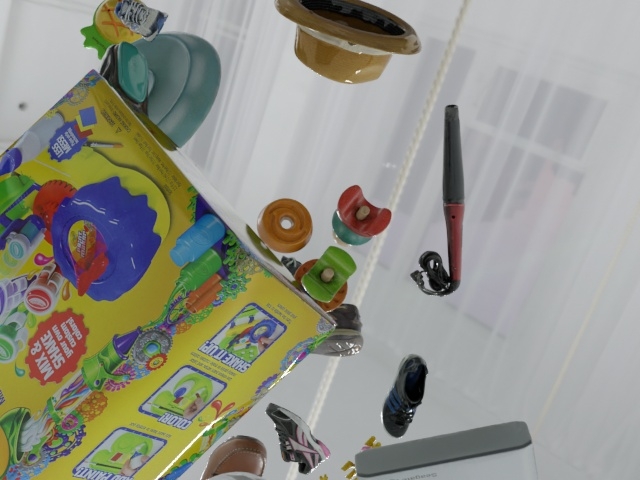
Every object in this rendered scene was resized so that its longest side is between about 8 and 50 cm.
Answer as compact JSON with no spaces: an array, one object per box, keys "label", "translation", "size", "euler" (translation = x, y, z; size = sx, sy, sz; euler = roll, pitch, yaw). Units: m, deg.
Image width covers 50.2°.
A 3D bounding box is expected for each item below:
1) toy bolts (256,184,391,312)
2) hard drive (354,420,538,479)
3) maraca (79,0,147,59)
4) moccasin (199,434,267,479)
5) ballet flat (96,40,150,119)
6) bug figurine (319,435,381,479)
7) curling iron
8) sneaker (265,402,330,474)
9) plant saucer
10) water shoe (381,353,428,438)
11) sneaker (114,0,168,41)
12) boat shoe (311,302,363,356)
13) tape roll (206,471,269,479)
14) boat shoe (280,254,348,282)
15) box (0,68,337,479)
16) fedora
[{"label":"toy bolts","translation":[0.000,0.000,1.274],"size":[0.218,0.228,0.158],"euler":[44,159,4]},{"label":"hard drive","translation":[0.206,0.404,0.999],"size":[0.233,0.353,0.047],"euler":[-14,-143,9]},{"label":"maraca","translation":[-0.474,-0.498,1.595],"size":[0.127,0.185,0.099],"euler":[38,157,-7]},{"label":"moccasin","translation":[-0.227,0.589,1.530],"size":[0.139,0.380,0.147],"euler":[26,-157,-20]},{"label":"ballet flat","translation":[-0.295,-0.184,0.993],"size":[0.095,0.096,0.280],"euler":[38,-155,-35]},{"label":"bug figurine","translation":[0.083,0.478,1.188],"size":[0.072,0.279,0.216],"euler":[33,-163,-49]},{"label":"curling iron","translation":[0.163,-0.041,0.891],"size":[0.068,0.274,0.035],"euler":[-7,-151,-15]},{"label":"sneaker","translation":[-0.054,0.404,1.370],"size":[0.178,0.077,0.072],"euler":[50,156,-17]},{"label":"plant saucer","translation":[-0.317,-0.247,1.184],"size":[0.318,0.317,0.044],"euler":[34,172,38]},{"label":"water shoe","translation":[0.184,0.350,1.501],"size":[0.073,0.203,0.080],"euler":[11,-170,-8]},{"label":"sneaker","translation":[-0.292,-0.355,1.090],"size":[0.058,0.052,0.135],"euler":[28,178,-41]},{"label":"boat shoe","translation":[-0.068,0.207,1.678],"size":[0.356,0.132,0.130],"euler":[3,-121,8]},{"label":"tape roll","translation":[-0.092,0.462,0.941],"size":[0.246,0.246,0.169],"euler":[6,173,-35]},{"label":"boat shoe","translation":[-0.095,0.101,1.885],"size":[0.335,0.119,0.121],"euler":[-8,-171,0]},{"label":"box","translation":[-0.197,0.053,0.627],"size":[0.290,0.279,0.177],"euler":[46,180,34]},{"label":"fedora","translation":[0.030,-0.252,0.867],"size":[0.194,0.079,0.194],"euler":[13,-146,-9]}]
